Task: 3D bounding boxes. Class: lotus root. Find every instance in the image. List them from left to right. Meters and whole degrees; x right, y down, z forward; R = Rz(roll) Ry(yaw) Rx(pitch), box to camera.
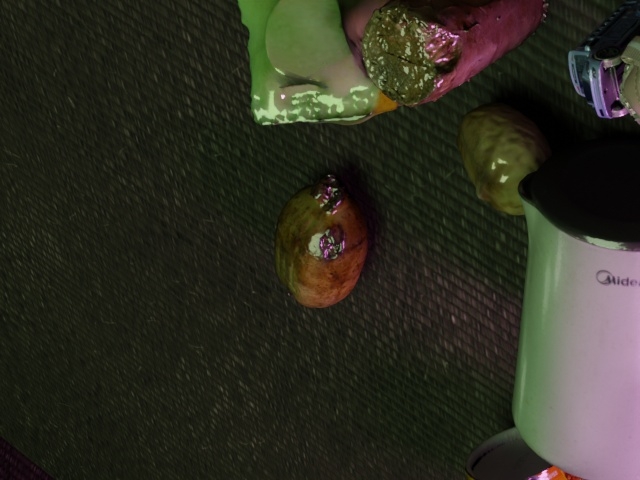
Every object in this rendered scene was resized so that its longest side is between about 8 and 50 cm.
[{"bbox_3d":[0.000,0.000,1.919,0.145,0.128,0.260,40,142,23],"label":"lotus root"}]

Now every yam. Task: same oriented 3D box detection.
[{"bbox_3d":[0.150,-0.245,1.473,0.128,0.238,0.129,41,136,15],"label":"yam"}]

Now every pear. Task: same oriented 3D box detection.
[{"bbox_3d":[0.016,-0.286,1.580,0.176,0.286,0.281,-7,97,19],"label":"pear"}]

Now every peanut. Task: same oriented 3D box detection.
[{"bbox_3d":[0.234,-0.107,1.593,0.109,0.159,0.140,-18,144,4],"label":"peanut"}]

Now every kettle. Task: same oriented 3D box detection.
[{"bbox_3d":[0.419,0.086,1.552,0.361,0.250,0.376,5,128,14],"label":"kettle"}]

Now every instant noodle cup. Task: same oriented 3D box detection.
[{"bbox_3d":[0.329,0.395,1.923,0.230,0.230,0.182,-6,110,45],"label":"instant noodle cup"}]

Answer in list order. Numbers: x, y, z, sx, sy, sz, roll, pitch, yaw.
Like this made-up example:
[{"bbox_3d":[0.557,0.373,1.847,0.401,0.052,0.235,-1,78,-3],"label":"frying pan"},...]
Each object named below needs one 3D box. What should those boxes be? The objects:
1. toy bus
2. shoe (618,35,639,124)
[{"bbox_3d":[0.328,-0.201,1.395,0.076,0.167,0.073,12,131,40],"label":"toy bus"},{"bbox_3d":[0.473,-0.126,1.320,0.351,0.172,0.198,35,177,-32],"label":"shoe"}]
